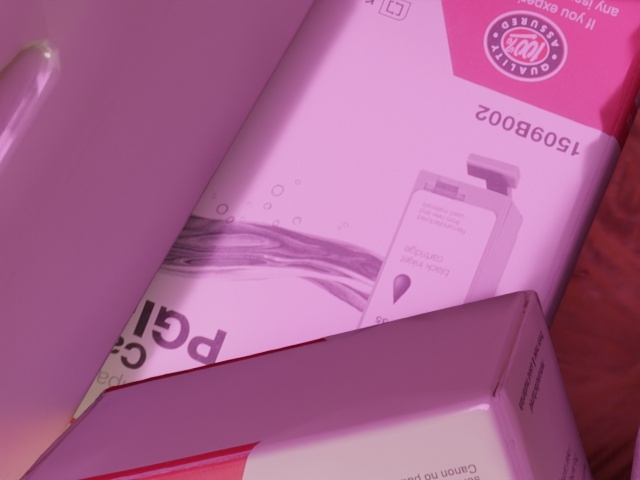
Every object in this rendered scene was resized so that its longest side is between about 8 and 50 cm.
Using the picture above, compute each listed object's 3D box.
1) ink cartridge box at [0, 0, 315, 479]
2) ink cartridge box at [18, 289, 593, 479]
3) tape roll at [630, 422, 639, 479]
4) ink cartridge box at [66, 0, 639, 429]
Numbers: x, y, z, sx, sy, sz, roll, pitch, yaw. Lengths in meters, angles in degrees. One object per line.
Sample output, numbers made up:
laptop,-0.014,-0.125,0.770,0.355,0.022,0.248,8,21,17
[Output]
ink cartridge box,-0.234,-0.089,0.616,0.395,0.166,0.285,29,89,32
ink cartridge box,0.022,0.158,0.552,0.172,0.100,0.237,-14,104,18
tape roll,0.288,0.123,0.566,0.392,0.072,0.392,4,79,-23
ink cartridge box,0.000,0.000,0.673,0.207,0.117,0.283,21,88,7
